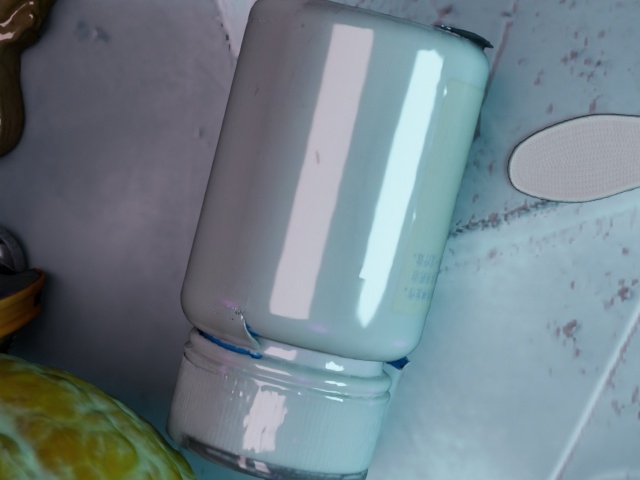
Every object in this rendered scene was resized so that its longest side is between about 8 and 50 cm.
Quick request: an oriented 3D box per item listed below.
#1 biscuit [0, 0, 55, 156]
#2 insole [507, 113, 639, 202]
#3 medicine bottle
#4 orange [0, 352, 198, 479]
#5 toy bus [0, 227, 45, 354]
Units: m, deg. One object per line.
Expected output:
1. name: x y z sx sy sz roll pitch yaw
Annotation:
1. biscuit: -0.211 -0.211 0.852 0.183 0.047 0.320 18 96 16
2. insole: 0.186 -0.049 0.770 0.152 0.002 0.053 -1 90 14
3. medicine bottle: 0.000 0.000 0.746 0.143 0.143 0.258 14 92 14
4. orange: -0.210 0.206 0.708 0.329 0.329 0.249 -35 63 12
5. toy bus: -0.349 0.043 0.841 0.329 0.143 0.153 13 103 13
